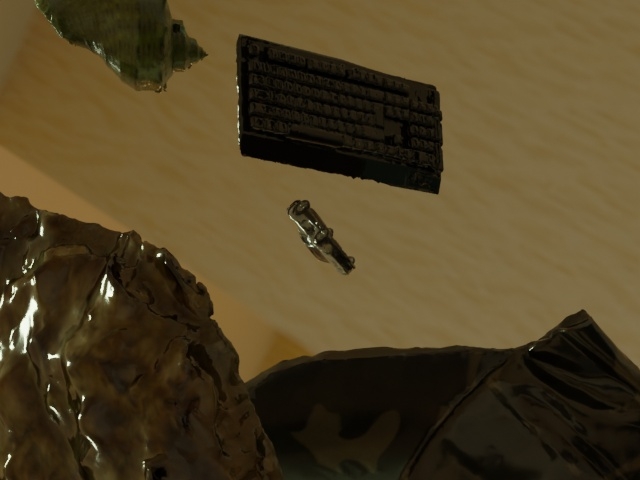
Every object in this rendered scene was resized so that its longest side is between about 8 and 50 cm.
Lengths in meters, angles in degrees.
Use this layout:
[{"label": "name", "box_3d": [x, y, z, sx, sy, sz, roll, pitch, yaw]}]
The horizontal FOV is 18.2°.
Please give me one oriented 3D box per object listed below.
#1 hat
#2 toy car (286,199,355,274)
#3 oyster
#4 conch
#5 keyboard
[{"label": "hat", "box_3d": [0.102, 0.241, 1.710, 0.381, 0.257, 0.366, -16, -42, -15]}, {"label": "toy car", "box_3d": [0.000, 0.000, 1.572, 0.025, 0.093, 0.041, -40, -57, 3]}, {"label": "oyster", "box_3d": [-0.098, 0.098, 0.959, 0.111, 0.396, 0.204, -24, -49, -25]}, {"label": "conch", "box_3d": [-0.133, -0.144, 1.345, 0.121, 0.089, 0.074, 17, -77, -9]}, {"label": "keyboard", "box_3d": [0.017, -0.075, 1.225, 0.196, 0.015, 0.074, 10, -108, -49]}]
